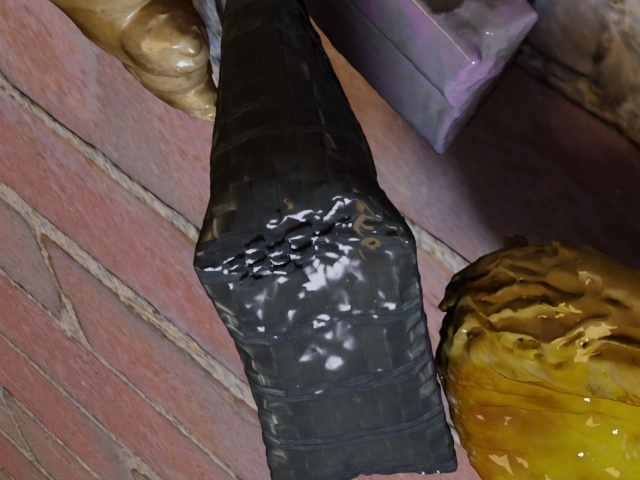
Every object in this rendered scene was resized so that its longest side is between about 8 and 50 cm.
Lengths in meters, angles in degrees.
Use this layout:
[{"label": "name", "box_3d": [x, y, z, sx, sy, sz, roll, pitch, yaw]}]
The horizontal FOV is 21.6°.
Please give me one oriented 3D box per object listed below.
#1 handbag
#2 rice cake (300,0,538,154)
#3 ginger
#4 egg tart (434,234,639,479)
[{"label": "handbag", "box_3d": [0.000, 0.000, 0.773, 0.270, 0.088, 0.175, 75, -174, -48]}, {"label": "rice cake", "box_3d": [-0.021, -0.173, 0.748, 0.298, 0.050, 0.106, 48, 164, 4]}, {"label": "ginger", "box_3d": [-0.101, -0.140, 0.850, 0.148, 0.081, 0.334, 29, 165, 18]}, {"label": "egg tart", "box_3d": [0.181, 0.099, 0.730, 0.295, 0.116, 0.295, 38, 154, 23]}]
